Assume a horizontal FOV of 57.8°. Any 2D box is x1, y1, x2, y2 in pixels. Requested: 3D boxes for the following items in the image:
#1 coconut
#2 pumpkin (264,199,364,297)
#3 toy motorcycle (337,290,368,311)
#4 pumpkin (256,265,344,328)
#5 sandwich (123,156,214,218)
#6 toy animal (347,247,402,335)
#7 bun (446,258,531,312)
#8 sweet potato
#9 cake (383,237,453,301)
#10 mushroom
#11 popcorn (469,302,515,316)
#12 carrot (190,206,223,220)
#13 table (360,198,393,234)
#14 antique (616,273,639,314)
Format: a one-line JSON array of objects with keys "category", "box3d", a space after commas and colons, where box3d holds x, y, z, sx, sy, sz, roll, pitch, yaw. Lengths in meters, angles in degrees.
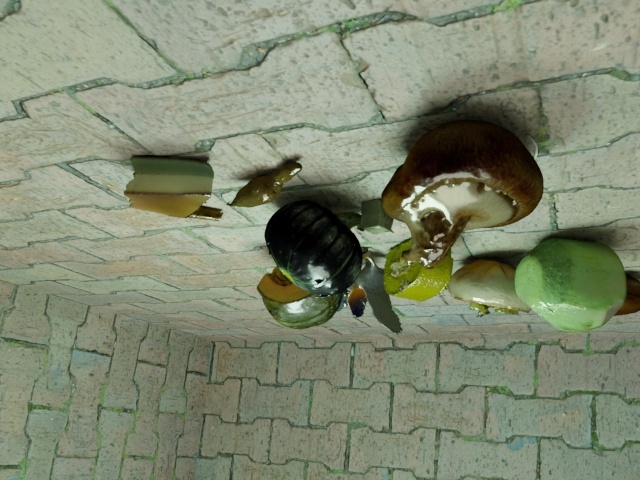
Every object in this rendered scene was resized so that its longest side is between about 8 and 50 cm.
[{"category": "coconut", "box3d": [0.767, 0.135, 1.744, 0.328, 0.281, 0.328, 7, 168, 2]}, {"category": "pumpkin", "box3d": [0.000, 0.000, 1.604, 0.295, 0.296, 0.296, 4, 162, 1]}, {"category": "toy motorcycle", "box3d": [0.125, 0.224, 2.447, 0.213, 0.122, 0.082, -17, 179, 20]}, {"category": "pumpkin", "box3d": [-0.055, 0.166, 2.033, 0.256, 0.303, 0.225, 37, 170, 29]}, {"category": "sandwich", "box3d": [-0.381, -0.140, 1.429, 0.186, 0.108, 0.220, 13, 162, -28]}, {"category": "toy animal", "box3d": [0.228, 0.133, 2.029, 0.225, 0.284, 0.302, 19, 147, 58]}, {"category": "bun", "box3d": [0.589, 0.145, 1.991, 0.298, 0.165, 0.299, 10, 175, 1]}, {"category": "sweet potato", "box3d": [-0.130, -0.136, 1.456, 0.269, 0.075, 0.074, -25, 148, 39]}, {"category": "cake", "box3d": [0.318, 0.096, 1.881, 0.156, 0.179, 0.260, 10, 161, -19]}, {"category": "mushroom", "box3d": [0.293, -0.086, 1.212, 0.345, 0.260, 0.345, 3, 162, 1]}, {"category": "popcorn", "box3d": [0.679, 0.215, 2.241, 0.195, 0.174, 0.168, -22, 171, 36]}, {"category": "carrot", "box3d": [-0.372, -0.081, 1.711, 0.170, 0.042, 0.042, 9, 161, -14]}, {"category": "table", "box3d": [0.160, -0.062, 1.599, 0.062, 0.079, 0.083, -7, 160, 36]}, {"category": "antique", "box3d": [1.063, 0.204, 2.127, 0.223, 0.129, 0.278, 2, 162, 4]}]
